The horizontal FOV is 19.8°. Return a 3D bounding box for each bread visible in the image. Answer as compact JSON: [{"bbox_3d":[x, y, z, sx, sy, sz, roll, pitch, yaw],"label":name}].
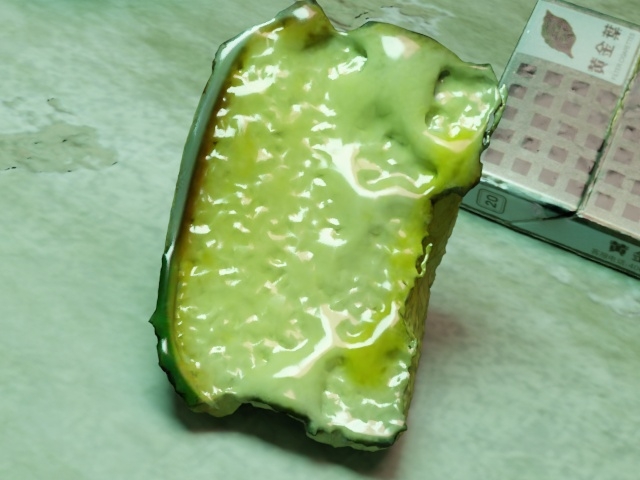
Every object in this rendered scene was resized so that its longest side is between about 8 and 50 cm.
[{"bbox_3d":[0.001,-0.004,1.087,0.174,0.133,0.251,13,79,1],"label":"bread"}]

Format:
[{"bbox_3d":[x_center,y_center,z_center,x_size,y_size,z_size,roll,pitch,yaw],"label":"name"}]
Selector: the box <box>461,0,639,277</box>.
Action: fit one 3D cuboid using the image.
[{"bbox_3d":[0.272,-0.043,1.271,0.325,0.047,0.180,23,58,8],"label":"box"}]
